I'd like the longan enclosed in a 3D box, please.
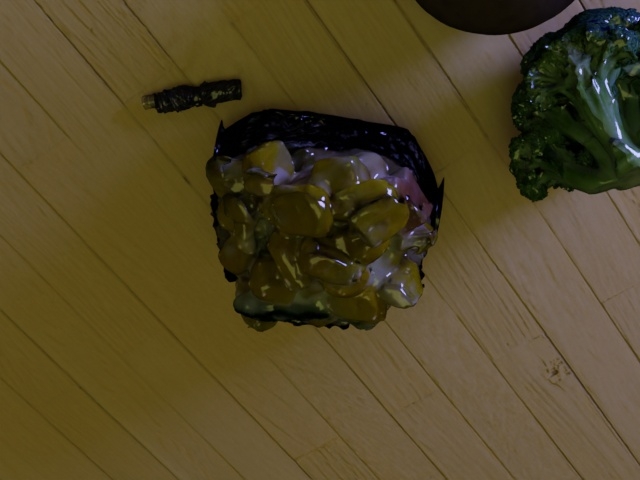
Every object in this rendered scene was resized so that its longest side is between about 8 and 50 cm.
[{"bbox_3d":[0.216,-0.353,1.004,0.248,0.248,0.248,1,118,1],"label":"longan"}]

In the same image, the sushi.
[{"bbox_3d":[0.000,0.000,1.150,0.328,0.285,0.328,9,119,-3],"label":"sushi"}]

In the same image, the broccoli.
[{"bbox_3d":[0.376,-0.167,1.085,0.265,0.245,0.294,16,143,-27],"label":"broccoli"}]

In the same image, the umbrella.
[{"bbox_3d":[-0.181,-0.203,1.185,0.144,0.040,0.037,-8,129,7],"label":"umbrella"}]
